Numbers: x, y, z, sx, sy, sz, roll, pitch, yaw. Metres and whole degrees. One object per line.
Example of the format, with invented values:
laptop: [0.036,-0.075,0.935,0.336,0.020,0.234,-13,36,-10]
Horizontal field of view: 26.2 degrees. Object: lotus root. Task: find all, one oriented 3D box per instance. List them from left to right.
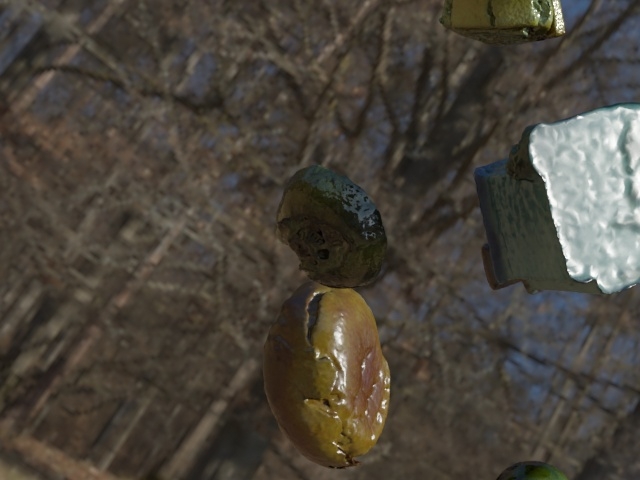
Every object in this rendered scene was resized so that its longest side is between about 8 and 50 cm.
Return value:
lotus root: [0.001,-0.003,2.009,0.183,0.078,0.203,30,-44,18]

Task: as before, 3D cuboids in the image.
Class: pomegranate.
pomegranate: [0.285,0.363,1.871,0.130,0.130,0.130,26,-26,14]

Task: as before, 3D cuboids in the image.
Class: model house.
model house: [0.360,-0.049,2.014,0.329,0.295,0.251,-19,-90,65]

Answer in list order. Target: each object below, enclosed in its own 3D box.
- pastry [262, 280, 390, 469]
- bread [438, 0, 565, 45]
pastry: [0.022,0.247,2.578,0.164,0.356,0.356,-7,-43,28]
bread: [0.224,-0.276,1.691,0.117,0.064,0.156,8,2,-33]
